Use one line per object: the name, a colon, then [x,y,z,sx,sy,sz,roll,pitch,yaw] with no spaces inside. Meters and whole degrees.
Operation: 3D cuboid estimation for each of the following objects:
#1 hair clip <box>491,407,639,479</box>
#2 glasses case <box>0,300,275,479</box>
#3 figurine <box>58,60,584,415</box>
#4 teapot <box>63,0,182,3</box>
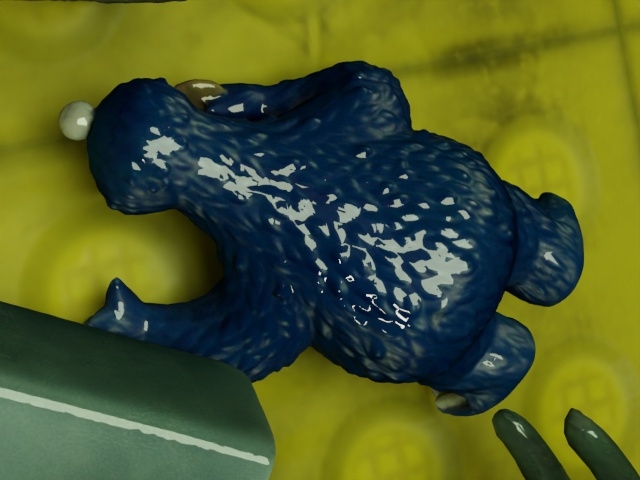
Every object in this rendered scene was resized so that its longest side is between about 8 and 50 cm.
hair clip: [0.120,0.219,0.632,0.392,0.318,0.238,49,67,-16]
glasses case: [-0.150,0.050,0.584,0.266,0.056,0.105,17,37,-17]
figurine: [0.007,-0.005,0.688,0.262,0.121,0.164,9,87,-26]
teapot: [-0.098,-0.272,0.586,0.300,0.253,0.344,-1,96,-38]
